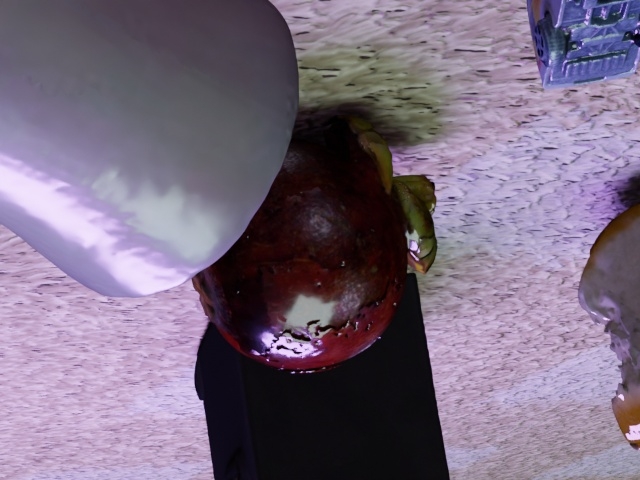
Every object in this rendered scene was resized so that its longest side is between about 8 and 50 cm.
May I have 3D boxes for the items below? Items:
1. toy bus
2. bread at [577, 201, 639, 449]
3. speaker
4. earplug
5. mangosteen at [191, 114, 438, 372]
[{"bbox_3d":[0.138,-0.146,0.690,0.064,0.075,0.190,-11,159,-2],"label":"toy bus"},{"bbox_3d":[0.357,0.064,1.145,0.250,0.225,0.279,-12,162,19],"label":"bread"},{"bbox_3d":[-0.010,0.172,1.257,0.184,0.232,0.254,-5,164,-14],"label":"speaker"},{"bbox_3d":[-0.163,-0.099,0.583,0.172,0.172,0.301,-21,150,28],"label":"earplug"},{"bbox_3d":[0.000,0.000,0.928,0.180,0.166,0.166,-32,165,-16],"label":"mangosteen"}]
